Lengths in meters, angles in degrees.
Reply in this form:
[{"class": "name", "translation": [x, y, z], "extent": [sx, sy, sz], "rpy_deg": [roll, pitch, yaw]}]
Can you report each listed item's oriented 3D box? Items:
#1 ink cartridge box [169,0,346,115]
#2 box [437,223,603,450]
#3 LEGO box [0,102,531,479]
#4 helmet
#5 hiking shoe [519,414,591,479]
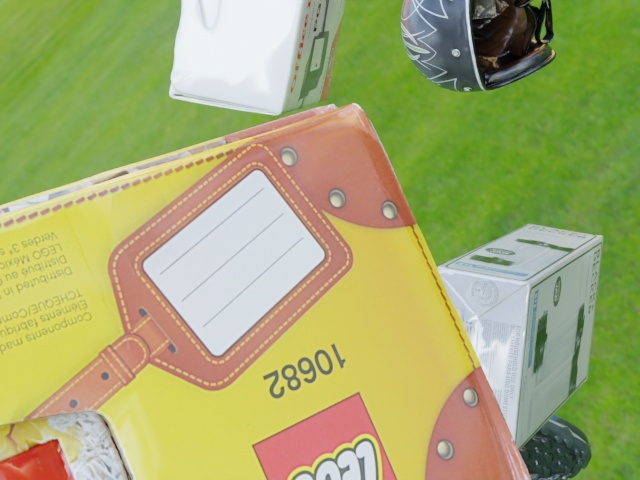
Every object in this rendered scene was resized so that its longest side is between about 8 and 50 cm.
[{"class": "ink cartridge box", "translation": [-0.043, -0.207, 1.052], "extent": [0.237, 0.100, 0.172], "rpy_deg": [-46, -33, -76]}, {"class": "box", "translation": [0.197, 0.087, 1.179], "extent": [0.087, 0.169, 0.290], "rpy_deg": [8, 11, 24]}, {"class": "LEGO box", "translation": [-0.226, 0.148, 0.505], "extent": [0.500, 0.193, 0.372], "rpy_deg": [-21, -4, -34]}, {"class": "helmet", "translation": [0.167, -0.242, 1.325], "extent": [0.162, 0.169, 0.169], "rpy_deg": [-19, 23, -9]}, {"class": "hiking shoe", "translation": [0.199, 0.192, 1.482], "extent": [0.132, 0.304, 0.113], "rpy_deg": [-74, 10, -50]}]
